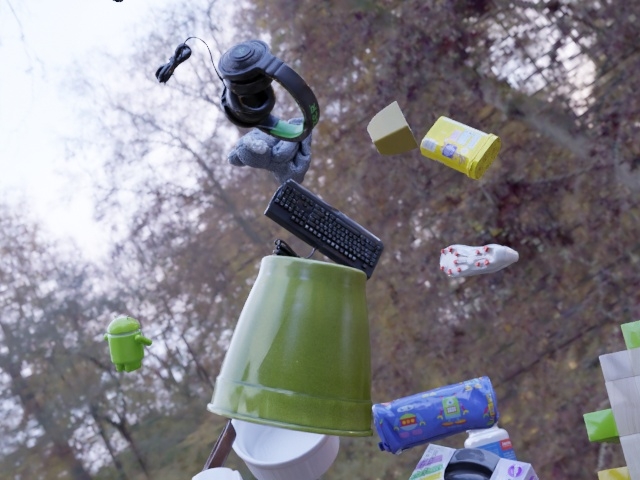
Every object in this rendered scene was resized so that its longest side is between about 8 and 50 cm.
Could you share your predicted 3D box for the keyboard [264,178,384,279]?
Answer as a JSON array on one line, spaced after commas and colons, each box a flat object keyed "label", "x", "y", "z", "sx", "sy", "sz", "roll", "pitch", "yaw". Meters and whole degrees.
[{"label": "keyboard", "x": 0.000, "y": 0.000, "z": 2.161, "sx": 0.201, "sy": 0.317, "sz": 0.033, "roll": -62, "pitch": 13, "yaw": -24}]

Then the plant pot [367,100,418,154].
[{"label": "plant pot", "x": 0.149, "y": -0.230, "z": 1.853, "sx": 0.083, "sy": 0.081, "sz": 0.081, "roll": -26, "pitch": -36, "yaw": 8}]

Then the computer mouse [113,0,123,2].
[{"label": "computer mouse", "x": -0.322, "y": -0.527, "z": 1.490, "sx": 0.041, "sy": 0.242, "sz": 0.071, "roll": 10, "pitch": 3, "yaw": 12}]

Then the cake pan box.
[{"label": "cake pan box", "x": 0.275, "y": 0.534, "z": 1.722, "sx": 0.245, "sy": 0.070, "sz": 0.267, "roll": 4, "pitch": 41, "yaw": 41}]

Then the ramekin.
[{"label": "ramekin", "x": -0.084, "y": 0.506, "z": 2.243, "sx": 0.277, "sy": 0.277, "sz": 0.135, "roll": -27, "pitch": -54, "yaw": -12}]

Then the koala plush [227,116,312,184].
[{"label": "koala plush", "x": -0.157, "y": -0.266, "z": 2.622, "sx": 0.221, "sy": 0.203, "sz": 0.196, "roll": 4, "pitch": -13, "yaw": -30}]

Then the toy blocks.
[{"label": "toy blocks", "x": 0.583, "y": 0.367, "z": 1.511, "sx": 0.190, "sy": 0.381, "sz": 0.261, "roll": -16, "pitch": -32, "yaw": 17}]

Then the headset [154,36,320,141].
[{"label": "headset", "x": -0.193, "y": -0.358, "z": 2.074, "sx": 0.185, "sy": 0.394, "sz": 0.243, "roll": -52, "pitch": -14, "yaw": -25}]

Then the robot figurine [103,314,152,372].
[{"label": "robot figurine", "x": -0.393, "y": 0.207, "z": 1.751, "sx": 0.101, "sy": 0.115, "sz": 0.067, "roll": -3, "pitch": 8, "yaw": 34}]

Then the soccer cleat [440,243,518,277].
[{"label": "soccer cleat", "x": 0.310, "y": 0.041, "z": 1.728, "sx": 0.076, "sy": 0.068, "sz": 0.196, "roll": 6, "pitch": -7, "yaw": -27}]

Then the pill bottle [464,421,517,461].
[{"label": "pill bottle", "x": 0.460, "y": 0.580, "z": 2.333, "sx": 0.124, "sy": 0.221, "sz": 0.124, "roll": -16, "pitch": -15, "yaw": -4}]

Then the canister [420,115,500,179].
[{"label": "canister", "x": 0.360, "y": -0.242, "z": 2.244, "sx": 0.126, "sy": 0.170, "sz": 0.073, "roll": -52, "pitch": -30, "yaw": -17}]

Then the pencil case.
[{"label": "pencil case", "x": 0.275, "y": 0.420, "z": 2.071, "sx": 0.306, "sy": 0.133, "sz": 0.119, "roll": -16, "pitch": -29, "yaw": 2}]

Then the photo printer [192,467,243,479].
[{"label": "photo printer", "x": -0.133, "y": 0.553, "z": 1.359, "sx": 0.107, "sy": 0.307, "sz": 0.256, "roll": -12, "pitch": -54, "yaw": -5}]

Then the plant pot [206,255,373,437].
[{"label": "plant pot", "x": -0.041, "y": 0.222, "z": 1.910, "sx": 0.366, "sy": 0.353, "sz": 0.366, "roll": 9, "pitch": -6, "yaw": 1}]

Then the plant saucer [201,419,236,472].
[{"label": "plant saucer", "x": -0.207, "y": 0.437, "z": 1.715, "sx": 0.168, "sy": 0.029, "sz": 0.168, "roll": -64, "pitch": 3, "yaw": 6}]
